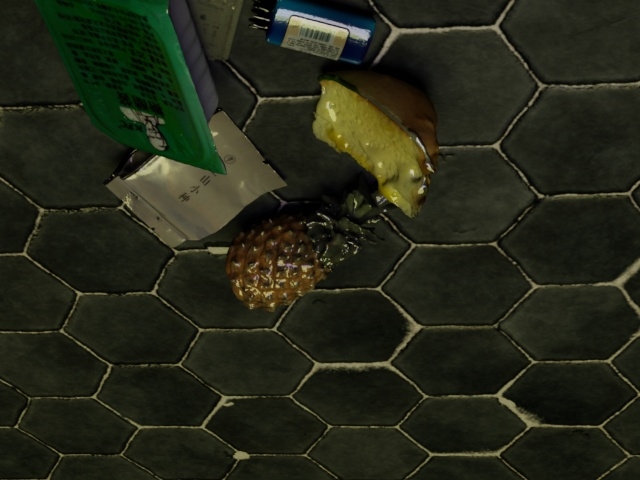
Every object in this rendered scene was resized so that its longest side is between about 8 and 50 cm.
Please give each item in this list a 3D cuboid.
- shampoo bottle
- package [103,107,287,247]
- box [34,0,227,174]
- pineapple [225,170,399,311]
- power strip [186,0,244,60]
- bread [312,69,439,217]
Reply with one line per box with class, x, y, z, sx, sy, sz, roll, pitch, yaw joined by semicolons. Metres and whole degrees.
shampoo bottle;-0.016;-0.314;1.721;0.183;0.050;0.087;13;142;-9
package;-0.214;-0.106;1.992;0.250;0.062;0.204;-29;130;17
box;-0.258;-0.271;1.718;0.264;0.106;0.337;19;148;27
pineapple;0.000;0.000;2.024;0.340;0.169;0.169;-26;131;23
power strip;-0.160;-0.348;1.709;0.092;0.034;0.268;12;139;-9
bread;0.115;-0.171;1.814;0.251;0.133;0.174;42;144;26
